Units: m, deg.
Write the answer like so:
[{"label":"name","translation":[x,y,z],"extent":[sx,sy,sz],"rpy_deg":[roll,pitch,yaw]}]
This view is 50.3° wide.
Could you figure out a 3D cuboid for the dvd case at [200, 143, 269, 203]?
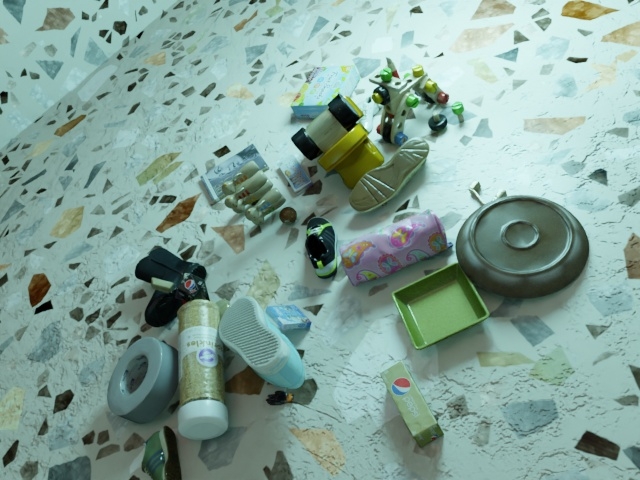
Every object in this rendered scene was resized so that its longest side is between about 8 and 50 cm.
[{"label":"dvd case","translation":[-0.296,-0.233,2.335],"extent":[0.221,0.018,0.164],"rpy_deg":[-33,44,-1]}]

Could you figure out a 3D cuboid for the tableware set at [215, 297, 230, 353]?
[{"label":"tableware set","translation":[-0.278,0.244,1.894],"extent":[0.141,0.020,0.169],"rpy_deg":[-47,48,-11]}]

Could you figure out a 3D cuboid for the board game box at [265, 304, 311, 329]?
[{"label":"board game box","translation":[-0.084,0.200,1.784],"extent":[0.090,0.090,0.020],"rpy_deg":[39,121,45]}]

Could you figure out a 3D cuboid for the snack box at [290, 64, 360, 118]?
[{"label":"snack box","translation":[0.018,-0.517,2.377],"extent":[0.174,0.070,0.207],"rpy_deg":[7,57,34]}]

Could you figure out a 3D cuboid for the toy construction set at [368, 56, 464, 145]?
[{"label":"toy construction set","translation":[0.246,-0.473,2.088],"extent":[0.257,0.237,0.309],"rpy_deg":[-28,43,5]}]

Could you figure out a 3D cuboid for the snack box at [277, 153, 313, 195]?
[{"label":"snack box","translation":[-0.082,-0.214,2.195],"extent":[0.064,0.022,0.178],"rpy_deg":[-31,43,0]}]

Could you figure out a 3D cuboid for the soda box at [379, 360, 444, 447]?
[{"label":"soda box","translation":[0.199,0.357,1.499],"extent":[0.061,0.058,0.181],"rpy_deg":[-30,43,2]}]

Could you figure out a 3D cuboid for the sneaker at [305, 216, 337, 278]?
[{"label":"sneaker","translation":[0.000,0.000,1.901],"extent":[0.084,0.097,0.234],"rpy_deg":[-23,44,9]}]

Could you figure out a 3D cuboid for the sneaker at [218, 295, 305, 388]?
[{"label":"sneaker","translation":[-0.149,0.269,1.723],"extent":[0.135,0.150,0.366],"rpy_deg":[-40,29,-4]}]

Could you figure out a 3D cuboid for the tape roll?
[{"label":"tape roll","translation":[-0.468,0.369,1.809],"extent":[0.219,0.072,0.219],"rpy_deg":[-27,44,30]}]

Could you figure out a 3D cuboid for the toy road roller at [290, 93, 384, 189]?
[{"label":"toy road roller","translation":[0.069,-0.290,2.074],"extent":[0.202,0.240,0.329],"rpy_deg":[-40,6,13]}]

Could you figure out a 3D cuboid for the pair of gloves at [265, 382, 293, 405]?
[{"label":"pair of gloves","translation":[-0.099,0.369,1.689],"extent":[0.074,0.010,0.083],"rpy_deg":[-13,49,17]}]

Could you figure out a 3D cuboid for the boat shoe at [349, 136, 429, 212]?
[{"label":"boat shoe","translation":[0.205,-0.175,1.966],"extent":[0.285,0.089,0.104],"rpy_deg":[-39,70,-4]}]

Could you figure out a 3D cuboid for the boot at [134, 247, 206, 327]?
[{"label":"boot","translation":[-0.488,0.137,2.052],"extent":[0.207,0.094,0.246],"rpy_deg":[17,54,34]}]

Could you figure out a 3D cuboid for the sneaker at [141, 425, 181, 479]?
[{"label":"sneaker","translation":[-0.392,0.552,1.657],"extent":[0.086,0.064,0.192],"rpy_deg":[-31,43,11]}]

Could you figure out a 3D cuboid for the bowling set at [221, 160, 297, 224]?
[{"label":"bowling set","translation":[-0.185,-0.102,2.048],"extent":[0.154,0.287,0.200],"rpy_deg":[-40,77,0]}]

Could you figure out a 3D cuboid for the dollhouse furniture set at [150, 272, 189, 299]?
[{"label":"dollhouse furniture set","translation":[-0.419,0.101,1.945],"extent":[0.114,0.091,0.081],"rpy_deg":[15,41,-4]}]

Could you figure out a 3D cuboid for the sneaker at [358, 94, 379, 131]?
[{"label":"sneaker","translation":[0.146,-0.408,2.215],"extent":[0.054,0.061,0.152],"rpy_deg":[0,53,27]}]

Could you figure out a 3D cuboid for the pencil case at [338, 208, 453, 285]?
[{"label":"pencil case","translation":[0.191,0.018,1.771],"extent":[0.284,0.124,0.124],"rpy_deg":[-24,44,7]}]

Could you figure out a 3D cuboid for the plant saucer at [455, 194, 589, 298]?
[{"label":"plant saucer","translation":[0.480,-0.001,1.634],"extent":[0.310,0.050,0.310],"rpy_deg":[-7,52,9]}]

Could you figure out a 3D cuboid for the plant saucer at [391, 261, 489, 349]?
[{"label":"plant saucer","translation":[0.288,0.164,1.632],"extent":[0.188,0.045,0.188],"rpy_deg":[-27,44,6]}]

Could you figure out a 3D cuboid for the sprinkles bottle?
[{"label":"sprinkles bottle","translation":[-0.307,0.324,1.750],"extent":[0.121,0.121,0.355],"rpy_deg":[-21,48,11]}]

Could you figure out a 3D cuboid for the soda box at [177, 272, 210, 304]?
[{"label":"soda box","translation":[-0.350,0.158,1.902],"extent":[0.053,0.169,0.060],"rpy_deg":[26,64,12]}]

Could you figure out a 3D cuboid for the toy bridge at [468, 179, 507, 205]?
[{"label":"toy bridge","translation":[0.465,-0.105,1.788],"extent":[0.188,0.026,0.063],"rpy_deg":[28,70,42]}]
